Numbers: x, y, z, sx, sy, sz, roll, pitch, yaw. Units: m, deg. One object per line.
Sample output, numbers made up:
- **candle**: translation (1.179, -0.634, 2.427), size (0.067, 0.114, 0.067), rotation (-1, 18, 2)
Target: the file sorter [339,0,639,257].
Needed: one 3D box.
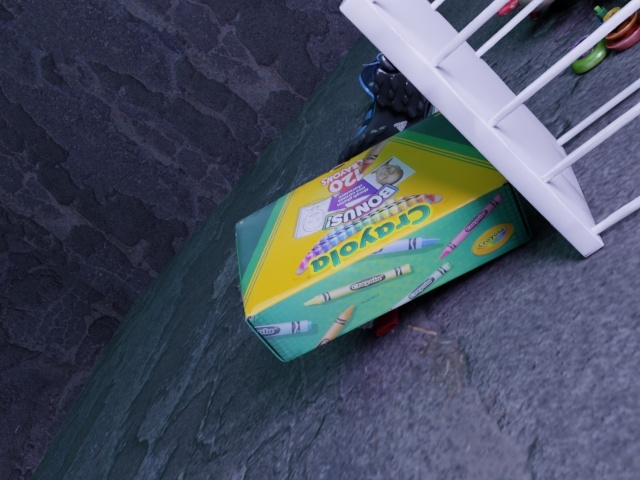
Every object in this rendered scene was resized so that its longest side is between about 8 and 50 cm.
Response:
- **file sorter**: translation (0.182, -0.171, 0.505), size (0.173, 0.277, 0.193), rotation (-41, 18, 29)

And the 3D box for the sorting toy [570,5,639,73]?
- **sorting toy**: translation (0.317, -0.234, 0.706), size (0.061, 0.042, 0.102), rotation (-58, 16, -25)

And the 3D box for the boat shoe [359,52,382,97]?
- **boat shoe**: translation (0.150, -0.397, 1.463), size (0.089, 0.109, 0.258), rotation (-40, 21, 26)

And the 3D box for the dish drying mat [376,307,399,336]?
- **dish drying mat**: translation (0.081, 0.078, 0.736), size (0.032, 0.008, 0.083), rotation (-41, 17, 29)

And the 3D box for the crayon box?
- **crayon box**: translation (0.051, -0.010, 0.654), size (0.278, 0.081, 0.165), rotation (-28, 36, 9)

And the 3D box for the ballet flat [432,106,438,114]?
- **ballet flat**: translation (0.207, -0.204, 0.917), size (0.067, 0.073, 0.206), rotation (-24, 31, 31)

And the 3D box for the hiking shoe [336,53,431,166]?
- **hiking shoe**: translation (0.116, -0.172, 0.965), size (0.132, 0.113, 0.304), rotation (-50, -12, -50)

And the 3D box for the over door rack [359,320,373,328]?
- **over door rack**: translation (0.020, 0.010, 0.861), size (0.239, 0.108, 0.324), rotation (-54, 14, -24)

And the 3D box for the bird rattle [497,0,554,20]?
- **bird rattle**: translation (0.326, -0.396, 0.854), size (0.253, 0.143, 0.207), rotation (-36, 17, 45)
